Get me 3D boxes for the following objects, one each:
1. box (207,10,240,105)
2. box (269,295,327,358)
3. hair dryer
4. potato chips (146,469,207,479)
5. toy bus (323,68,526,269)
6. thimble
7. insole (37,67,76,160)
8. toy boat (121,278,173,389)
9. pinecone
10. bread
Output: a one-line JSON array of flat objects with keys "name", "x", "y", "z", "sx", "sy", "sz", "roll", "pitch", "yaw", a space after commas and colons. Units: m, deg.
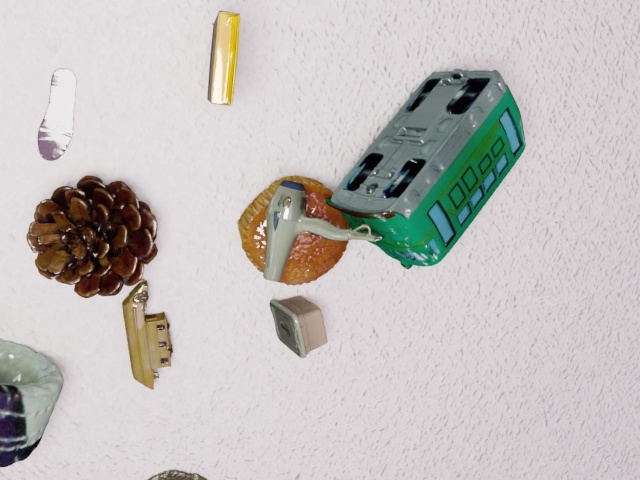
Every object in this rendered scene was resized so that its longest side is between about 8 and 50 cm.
[{"name": "box", "x": -0.150, "y": -0.272, "z": 0.972, "sx": 0.033, "sy": 0.247, "sz": 0.129, "roll": 5, "pitch": 102, "yaw": -12}, {"name": "box", "x": -0.039, "y": 0.154, "z": 1.185, "sx": 0.062, "sy": 0.122, "sz": 0.089, "roll": -19, "pitch": 109, "yaw": -21}, {"name": "hair dryer", "x": -0.014, "y": 0.013, "z": 1.035, "sx": 0.199, "sy": 0.067, "sz": 0.167, "roll": 32, "pitch": 108, "yaw": 20}, {"name": "potato chips", "x": -0.289, "y": 0.560, "z": 1.273, "sx": 0.202, "sy": 0.029, "sz": 0.220, "roll": -35, "pitch": 108, "yaw": -7}, {"name": "toy bus", "x": 0.193, "y": -0.117, "z": 1.105, "sx": 0.343, "sy": 0.184, "sz": 0.199, "roll": -50, "pitch": 125, "yaw": -14}, {"name": "thimble", "x": -0.548, "y": 0.249, "z": 1.028, "sx": 0.237, "sy": 0.237, "sz": 0.150, "roll": 21, "pitch": 94, "yaw": -19}, {"name": "insole", "x": -0.428, "y": -0.204, "z": 1.046, "sx": 0.053, "sy": 0.002, "sz": 0.152, "roll": 9, "pitch": 102, "yaw": -17}, {"name": "toy boat", "x": -0.307, "y": 0.168, "z": 1.149, "sx": 0.077, "sy": 0.057, "sz": 0.200, "roll": -8, "pitch": 106, "yaw": -18}, {"name": "pinecone", "x": -0.367, "y": -0.002, "z": 1.017, "sx": 0.208, "sy": 0.208, "sz": 0.207, "roll": -4, "pitch": 105, "yaw": -14}, {"name": "bread", "x": -0.044, "y": -0.015, "z": 1.144, "sx": 0.199, "sy": 0.104, "sz": 0.199, "roll": -4, "pitch": 105, "yaw": -14}]
